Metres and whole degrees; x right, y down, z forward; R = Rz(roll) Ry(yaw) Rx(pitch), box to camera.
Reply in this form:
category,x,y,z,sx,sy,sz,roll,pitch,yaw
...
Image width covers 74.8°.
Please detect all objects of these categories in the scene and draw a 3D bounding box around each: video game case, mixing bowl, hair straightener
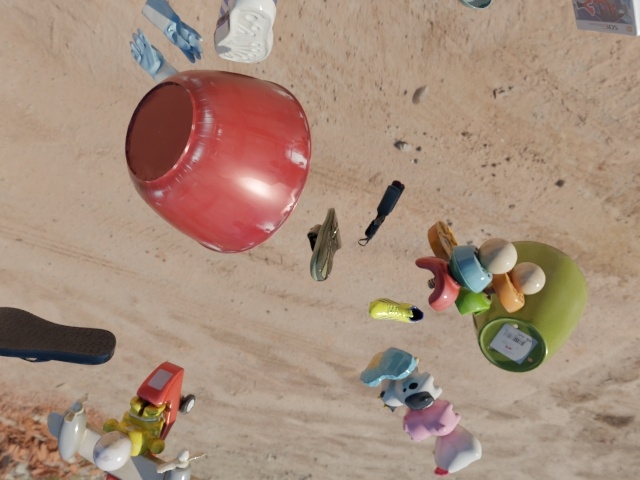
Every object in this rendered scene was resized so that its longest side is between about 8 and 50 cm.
category,x,y,z,sx,sy,sz,roll,pitch,yaw
video game case,0.600,-0.543,0.896,0.023,0.183,0.201,-32,122,8
mixing bowl,-0.109,-0.084,0.385,0.181,0.181,0.098,-25,158,25
hair straightener,0.159,-0.064,1.191,0.047,0.089,0.230,38,127,9

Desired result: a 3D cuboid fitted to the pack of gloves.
category,x,y,z,sx,sy,sz,roll,pitch,yaw
pack of gloves,-0.427,-0.544,1.179,0.232,0.046,0.195,48,114,5

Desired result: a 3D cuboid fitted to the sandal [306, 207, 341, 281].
category,x,y,z,sx,sy,sz,roll,pitch,yaw
sandal,-0.001,-0.001,1.149,0.086,0.303,0.120,-4,116,16

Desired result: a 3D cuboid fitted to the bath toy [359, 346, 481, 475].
category,x,y,z,sx,sy,sz,roll,pitch,yaw
bath toy,0.243,0.422,1.008,0.348,0.129,0.151,52,161,-10

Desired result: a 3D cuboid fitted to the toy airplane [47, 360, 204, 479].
category,x,y,z,sx,sy,sz,roll,pitch,yaw
toy airplane,-0.502,0.553,1.080,0.386,0.384,0.272,-22,160,-4

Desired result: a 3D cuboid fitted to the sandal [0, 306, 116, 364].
category,x,y,z,sx,sy,sz,roll,pitch,yaw
sandal,-0.518,0.191,0.773,0.254,0.097,0.054,18,120,-13

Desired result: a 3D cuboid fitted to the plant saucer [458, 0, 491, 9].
category,x,y,z,sx,sy,sz,roll,pitch,yaw
plant saucer,0.318,-0.545,0.903,0.119,0.119,0.021,26,158,-17

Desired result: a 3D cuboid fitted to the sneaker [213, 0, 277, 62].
category,x,y,z,sx,sy,sz,roll,pitch,yaw
sneaker,-0.155,-0.550,0.908,0.130,0.323,0.236,4,92,-18

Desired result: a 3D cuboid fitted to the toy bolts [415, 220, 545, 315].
category,x,y,z,sx,sy,sz,roll,pitch,yaw
toy bolts,0.291,0.031,0.772,0.158,0.218,0.228,-30,158,32

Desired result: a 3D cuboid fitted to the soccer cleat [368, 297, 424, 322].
category,x,y,z,sx,sy,sz,roll,pitch,yaw
soccer cleat,0.330,0.304,1.808,0.289,0.093,0.121,13,174,-36

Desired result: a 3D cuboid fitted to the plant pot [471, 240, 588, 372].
category,x,y,z,sx,sy,sz,roll,pitch,yaw
plant pot,0.477,0.175,1.003,0.275,0.293,0.275,12,114,29
